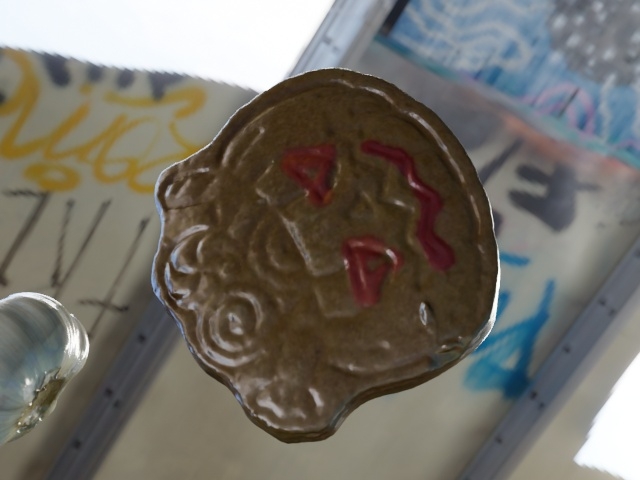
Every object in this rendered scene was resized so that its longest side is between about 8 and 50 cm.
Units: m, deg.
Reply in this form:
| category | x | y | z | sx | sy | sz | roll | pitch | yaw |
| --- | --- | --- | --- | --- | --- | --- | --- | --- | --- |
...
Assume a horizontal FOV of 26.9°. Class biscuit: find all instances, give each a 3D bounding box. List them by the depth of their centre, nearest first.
| category | x | y | z | sx | sy | sz | roll | pitch | yaw |
| --- | --- | --- | --- | --- | --- | --- | --- | --- | --- |
| biscuit | 0.000 | -0.001 | 1.005 | 0.273 | 0.257 | 0.049 | 58 | 177 | 29 |

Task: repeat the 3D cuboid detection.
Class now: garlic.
| category | x | y | z | sx | sy | sz | roll | pitch | yaw |
| --- | --- | --- | --- | --- | --- | --- | --- | --- | --- |
| garlic | -0.390 | 0.112 | 1.503 | 0.226 | 0.199 | 0.199 | 42 | -160 | 9 |
